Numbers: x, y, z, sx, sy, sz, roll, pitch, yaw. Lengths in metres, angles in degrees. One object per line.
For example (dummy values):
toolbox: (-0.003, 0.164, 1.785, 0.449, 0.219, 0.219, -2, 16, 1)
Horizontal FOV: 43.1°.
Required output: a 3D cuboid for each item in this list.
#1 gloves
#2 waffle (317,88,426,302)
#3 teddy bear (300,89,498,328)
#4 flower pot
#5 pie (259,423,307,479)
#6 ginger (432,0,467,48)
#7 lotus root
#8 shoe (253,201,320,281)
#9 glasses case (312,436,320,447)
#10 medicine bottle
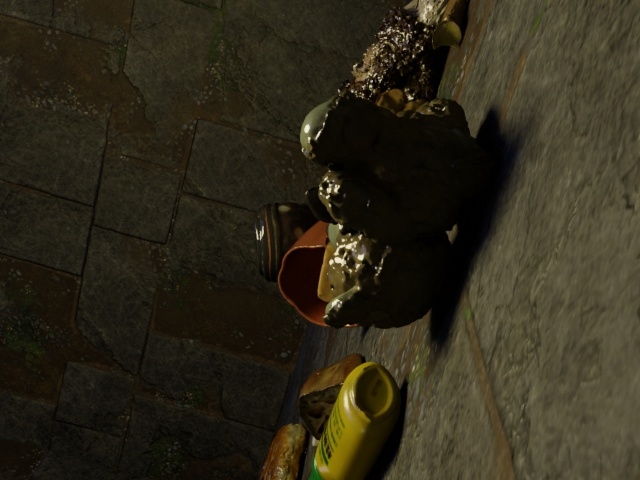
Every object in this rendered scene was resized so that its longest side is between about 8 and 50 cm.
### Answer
gloves: (0.153, -0.340, 1.497, 0.312, 0.135, 0.210, -52, 29, 10)
waffle: (0.086, -0.068, 1.301, 0.224, 0.098, 0.327, 99, -172, -47)
teddy bear: (0.084, -0.023, 0.887, 0.267, 0.156, 0.256, -11, -53, -47)
flower pot: (0.039, 0.036, 1.491, 0.173, 0.191, 0.190, -59, -10, -47)
pie: (-0.105, 0.604, 2.004, 0.315, 0.092, 0.315, -162, 90, -87)
ginger: (0.218, -0.358, 1.342, 0.057, 0.044, 0.137, 55, -140, -30)
lotus root: (0.016, 0.260, 1.394, 0.135, 0.095, 0.159, -70, 3, -67)
shoe: (0.000, 0.000, 1.735, 0.384, 0.237, 0.171, 6, -99, -80)
glasses case: (-0.001, 0.394, 1.710, 0.032, 0.021, 0.083, 112, 174, -76)
medicine bottle: (0.032, 0.280, 1.046, 0.111, 0.076, 0.309, -75, 1, -46)
